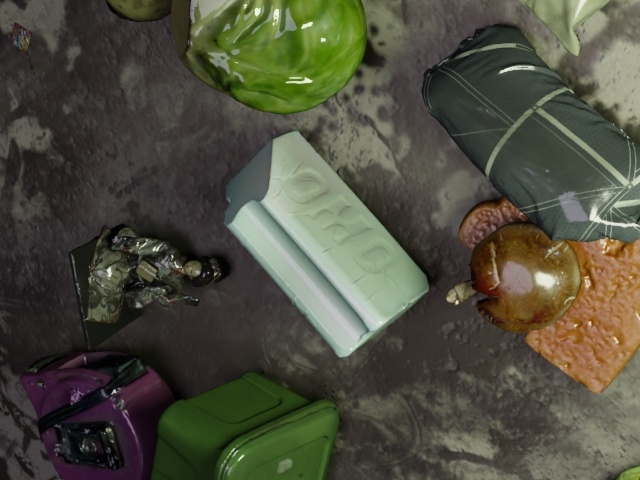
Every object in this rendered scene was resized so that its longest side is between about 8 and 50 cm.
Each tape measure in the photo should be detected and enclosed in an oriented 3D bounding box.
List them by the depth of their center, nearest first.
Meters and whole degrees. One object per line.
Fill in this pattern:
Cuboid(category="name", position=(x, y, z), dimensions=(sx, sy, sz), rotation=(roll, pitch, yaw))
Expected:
Cuboid(category="tape measure", position=(-0.343, 0.290, 2.092), dimensions=(0.245, 0.149, 0.231), rotation=(-9, 101, 33))

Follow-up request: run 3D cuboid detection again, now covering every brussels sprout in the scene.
Cuboid(category="brussels sprout", position=(-0.062, -0.271, 1.685), dimensions=(0.244, 0.244, 0.244), rotation=(11, 112, 28))

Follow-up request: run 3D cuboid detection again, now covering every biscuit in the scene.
Cuboid(category="biscuit", position=(0.317, 0.043, 1.670), dimensions=(0.284, 0.043, 0.306), rotation=(-8, 101, 30))

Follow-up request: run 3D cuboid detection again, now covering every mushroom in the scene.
Cuboid(category="mushroom", position=(0.233, 0.050, 1.646), dimensions=(0.170, 0.080, 0.135), rotation=(-20, 85, 29))

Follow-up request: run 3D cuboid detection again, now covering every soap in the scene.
Cuboid(category="soap", position=(0.000, 0.000, 1.769), dimensions=(0.289, 0.173, 0.095), rotation=(49, 123, 8))

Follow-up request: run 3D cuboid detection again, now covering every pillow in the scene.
Cuboid(category="pillow", position=(0.265, -0.119, 1.582), dimensions=(0.161, 0.092, 0.335), rotation=(-43, 68, 2))

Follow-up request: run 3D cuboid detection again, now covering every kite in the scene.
Cuboid(category="kite", position=(-0.456, -0.294, 2.041), dimensions=(0.044, 0.002, 0.078), rotation=(11, 112, 28))

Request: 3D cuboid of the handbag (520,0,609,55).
Cuboid(category="handbag", position=(0.301, -0.401, 1.464), dimensions=(0.253, 0.109, 0.316), rotation=(45, 112, 3))

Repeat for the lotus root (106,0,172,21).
Cuboid(category="lotus root", position=(-0.188, -0.414, 1.717), dimensions=(0.173, 0.173, 0.309), rotation=(46, 121, 9))

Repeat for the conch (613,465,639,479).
Cuboid(category="conch", position=(0.415, 0.336, 1.706), dimensions=(0.201, 0.079, 0.095), rotation=(-32, 71, 43))

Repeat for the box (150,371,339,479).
Cuboid(category="box", position=(-0.125, 0.361, 1.942), dimensions=(0.178, 0.253, 0.329), rotation=(32, 121, 33))

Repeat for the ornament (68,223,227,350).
Cuboid(category="ornament", position=(-0.239, 0.056, 1.962), dimensions=(0.196, 0.153, 0.166), rotation=(-3, 107, 22))
